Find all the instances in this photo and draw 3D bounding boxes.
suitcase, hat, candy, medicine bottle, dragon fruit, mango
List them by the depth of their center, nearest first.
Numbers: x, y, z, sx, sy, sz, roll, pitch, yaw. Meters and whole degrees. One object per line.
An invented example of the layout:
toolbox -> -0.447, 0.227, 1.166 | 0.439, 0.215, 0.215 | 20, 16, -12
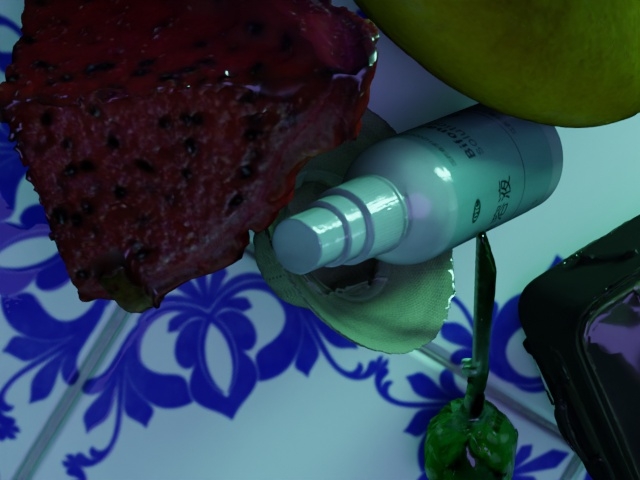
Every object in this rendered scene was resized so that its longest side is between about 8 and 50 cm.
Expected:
dragon fruit -> -0.104, -0.094, 1.357 | 0.240, 0.330, 0.302 | -23, 106, -60
medicine bottle -> 0.081, -0.038, 1.495 | 0.352, 0.110, 0.110 | -24, 114, -52
mango -> 0.166, -0.264, 1.512 | 0.445, 0.220, 0.301 | 37, 63, -37
hat -> 0.000, 0.000, 1.559 | 0.252, 0.110, 0.252 | 27, 49, -36
candy -> 0.143, 0.114, 1.603 | 0.097, 0.097, 0.323 | -16, 134, -17
suitcase -> 0.416, 0.078, 1.701 | 0.434, 0.194, 0.283 | -29, 111, -11
